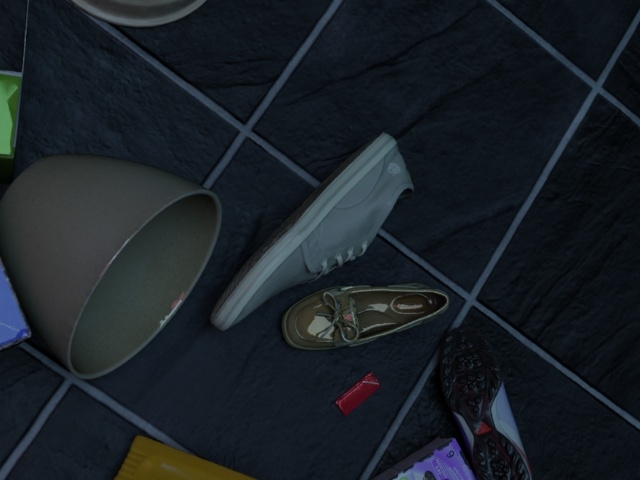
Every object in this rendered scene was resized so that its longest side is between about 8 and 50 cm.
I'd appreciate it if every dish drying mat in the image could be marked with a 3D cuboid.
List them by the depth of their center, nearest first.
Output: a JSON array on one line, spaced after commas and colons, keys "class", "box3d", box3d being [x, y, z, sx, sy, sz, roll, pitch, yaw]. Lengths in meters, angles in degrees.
[{"class": "dish drying mat", "box3d": [0.064, 0.260, 1.807, 0.083, 0.008, 0.032, -38, 96, -19]}]

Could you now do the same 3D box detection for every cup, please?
[{"class": "cup", "box3d": [-0.340, 0.003, 1.572, 0.237, 0.331, 0.331, 35, 72, 14]}]

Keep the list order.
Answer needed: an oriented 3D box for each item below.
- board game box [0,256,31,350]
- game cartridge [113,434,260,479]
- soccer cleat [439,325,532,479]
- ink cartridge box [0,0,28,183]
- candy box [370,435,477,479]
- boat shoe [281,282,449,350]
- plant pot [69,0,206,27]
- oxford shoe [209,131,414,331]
[{"class": "board game box", "box3d": [-0.522, 0.064, 1.487, 0.141, 0.291, 0.232, -22, 91, -21]}, {"class": "game cartridge", "box3d": [-0.221, 0.476, 1.560, 0.285, 0.052, 0.323, 15, 67, 22]}, {"class": "soccer cleat", "box3d": [0.284, 0.305, 1.839, 0.109, 0.116, 0.318, -19, 71, 7]}, {"class": "ink cartridge box", "box3d": [-0.495, -0.230, 1.593, 0.097, 0.189, 0.255, 5, 79, -16]}, {"class": "candy box", "box3d": [0.172, 0.449, 1.784, 0.196, 0.070, 0.165, -28, 92, -20]}, {"class": "boat shoe", "box3d": [0.075, 0.118, 1.787, 0.285, 0.089, 0.104, -13, 87, -19]}, {"class": "plant pot", "box3d": [-0.269, -0.538, 1.648, 0.334, 0.305, 0.333, 2, 82, -18]}, {"class": "oxford shoe", "box3d": [0.000, 0.000, 1.744, 0.449, 0.169, 0.130, -44, 99, -24]}]
